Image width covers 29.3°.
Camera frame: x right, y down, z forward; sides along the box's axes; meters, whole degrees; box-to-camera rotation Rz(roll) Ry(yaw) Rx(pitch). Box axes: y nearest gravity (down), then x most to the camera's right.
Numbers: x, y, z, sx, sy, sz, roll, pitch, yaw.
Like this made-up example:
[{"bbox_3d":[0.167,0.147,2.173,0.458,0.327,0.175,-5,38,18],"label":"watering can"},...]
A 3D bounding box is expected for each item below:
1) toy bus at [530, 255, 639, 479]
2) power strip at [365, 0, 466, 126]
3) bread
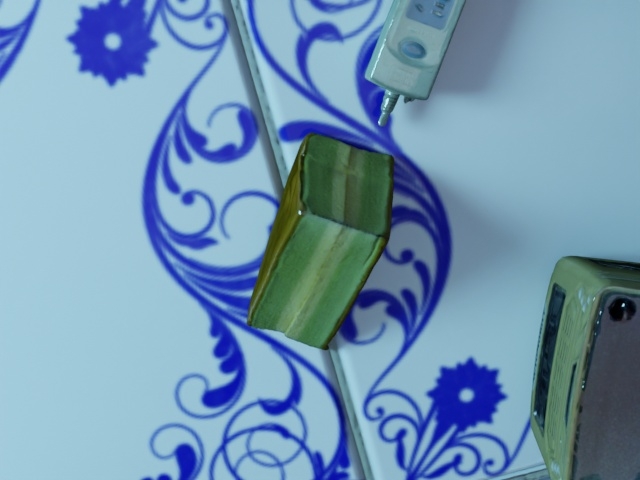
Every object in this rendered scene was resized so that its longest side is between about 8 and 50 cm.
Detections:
[{"bbox_3d":[0.341,0.109,0.864,0.365,0.202,0.177,7,99,-3],"label":"toy bus"},{"bbox_3d":[0.076,-0.168,0.848,0.047,0.030,0.191,19,104,-9],"label":"power strip"},{"bbox_3d":[-0.002,0.004,0.903,0.074,0.084,0.139,15,136,-9],"label":"bread"}]
